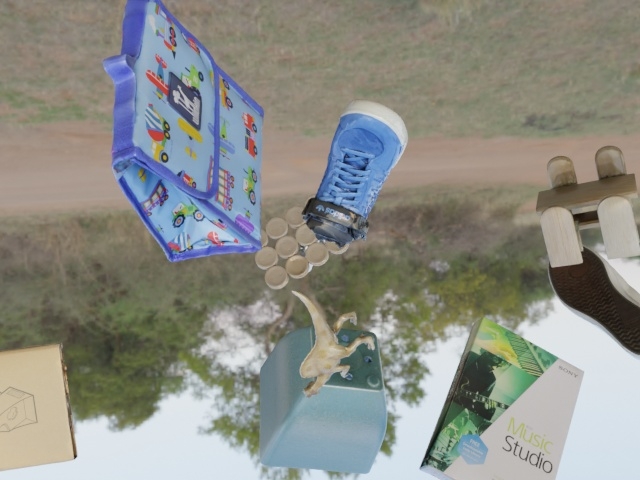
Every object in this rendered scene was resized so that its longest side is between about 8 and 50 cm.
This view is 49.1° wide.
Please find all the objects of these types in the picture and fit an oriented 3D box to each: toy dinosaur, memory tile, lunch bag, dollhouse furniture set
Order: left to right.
[{"bbox_3d":[-0.179,-0.134,0.849,0.138,0.221,0.293,-7,155,14],"label":"lunch bag"},{"bbox_3d":[-0.037,0.001,1.110,0.148,0.113,0.012,-30,157,-3],"label":"memory tile"},{"bbox_3d":[0.013,0.125,0.826,0.092,0.183,0.053,-24,-135,-27],"label":"toy dinosaur"},{"bbox_3d":[0.429,-0.096,1.000,0.242,0.161,0.212,-11,-158,26],"label":"dollhouse furniture set"}]

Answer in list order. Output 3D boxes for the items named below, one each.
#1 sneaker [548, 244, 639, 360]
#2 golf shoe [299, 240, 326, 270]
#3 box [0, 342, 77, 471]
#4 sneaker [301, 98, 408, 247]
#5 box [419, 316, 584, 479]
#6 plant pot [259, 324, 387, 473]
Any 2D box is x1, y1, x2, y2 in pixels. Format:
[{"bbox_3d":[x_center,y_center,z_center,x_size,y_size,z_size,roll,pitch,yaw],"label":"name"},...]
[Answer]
[{"bbox_3d":[0.507,0.118,1.221,0.123,0.106,0.290,30,-159,-36],"label":"sneaker"},{"bbox_3d":[0.000,0.000,1.645,0.093,0.198,0.077,10,-147,-5],"label":"golf shoe"},{"bbox_3d":[-0.442,0.233,0.951,0.201,0.165,0.021,-8,-178,-4],"label":"box"},{"bbox_3d":[0.024,-0.043,0.559,0.058,0.085,0.152,23,160,0],"label":"sneaker"},{"bbox_3d":[0.348,0.333,1.315,0.232,0.322,0.058,28,150,-1],"label":"box"},{"bbox_3d":[0.018,0.314,1.476,0.247,0.247,0.252,9,136,-13],"label":"plant pot"}]
